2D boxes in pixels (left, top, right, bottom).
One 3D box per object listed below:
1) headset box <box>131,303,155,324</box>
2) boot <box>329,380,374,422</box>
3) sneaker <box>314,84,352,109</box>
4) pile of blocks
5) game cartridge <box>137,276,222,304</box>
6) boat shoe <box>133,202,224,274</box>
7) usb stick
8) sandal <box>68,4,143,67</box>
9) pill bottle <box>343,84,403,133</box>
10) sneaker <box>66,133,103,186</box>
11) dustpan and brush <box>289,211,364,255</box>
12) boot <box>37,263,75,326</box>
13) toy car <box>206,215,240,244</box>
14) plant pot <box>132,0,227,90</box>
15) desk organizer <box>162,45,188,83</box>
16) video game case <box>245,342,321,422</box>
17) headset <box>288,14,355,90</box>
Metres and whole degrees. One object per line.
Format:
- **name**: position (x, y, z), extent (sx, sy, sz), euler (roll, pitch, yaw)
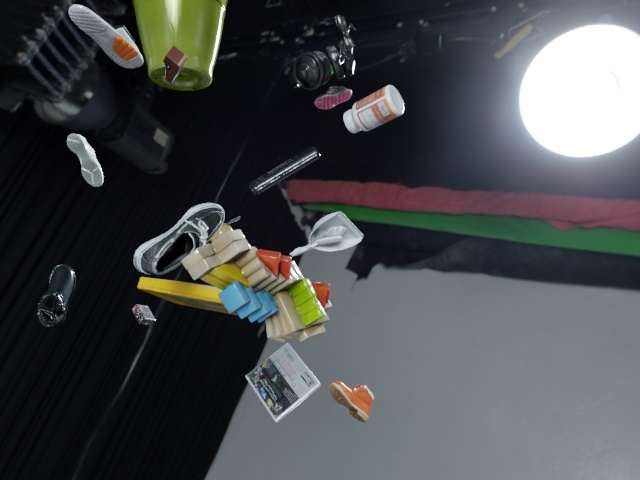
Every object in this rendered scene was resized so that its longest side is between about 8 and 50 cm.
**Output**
- **headset box**: position (-0.682, 0.283, 1.745), extent (0.083, 0.032, 0.062), euler (51, 8, 26)
- **boot**: position (0.089, 0.426, 1.263), extent (0.059, 0.085, 0.158), euler (-11, -53, 51)
- **sneaker**: position (0.041, -0.589, 1.852), extent (0.075, 0.170, 0.063), euler (51, -22, 35)
- **pile of blocks**: position (-0.078, 0.092, 0.852), extent (0.112, 0.149, 0.362), euler (-35, -42, 23)
- **game cartridge**: position (-0.399, 0.192, 1.504), extent (0.323, 0.053, 0.285), euler (5, -18, 15)
- **boat shoe**: position (-0.355, -0.008, 1.236), extent (0.104, 0.306, 0.113), euler (9, -59, 34)
- **usb stick**: position (-0.127, -0.249, 1.615), extent (0.045, 0.277, 0.077), euler (62, -6, -34)
- **sandal**: position (-0.638, -0.634, 1.384), extent (0.101, 0.076, 0.265), euler (-5, -20, 18)
- **pill bottle**: position (0.200, -0.496, 1.743), extent (0.216, 0.121, 0.121), euler (-18, -40, 36)
- **sneaker**: position (-0.641, -0.224, 1.260), extent (0.061, 0.053, 0.152), euler (-108, 179, -75)
- **dustpan and brush**: position (0.000, 0.000, 1.303), extent (0.211, 0.061, 0.147), euler (-14, -37, 31)
- **boot**: position (-1.004, 0.204, 1.733), extent (0.094, 0.247, 0.207), euler (10, -14, -23)
- **toy car**: position (-0.344, -0.009, 1.627), extent (0.148, 0.155, 0.188), euler (27, -44, -37)
- **plant pot**: position (-0.544, -0.790, 1.757), extent (0.365, 0.354, 0.366), euler (-1, -4, 0)
- **desk organizer**: position (-0.449, -0.531, 1.376), extent (0.050, 0.047, 0.130), euler (36, -22, -22)
- **video game case**: position (-0.119, 0.440, 1.423), extent (0.190, 0.173, 0.022), euler (43, -17, 38)
- **headset**: position (0.017, -0.668, 1.657), extent (0.394, 0.243, 0.186), euler (15, -52, 67)
